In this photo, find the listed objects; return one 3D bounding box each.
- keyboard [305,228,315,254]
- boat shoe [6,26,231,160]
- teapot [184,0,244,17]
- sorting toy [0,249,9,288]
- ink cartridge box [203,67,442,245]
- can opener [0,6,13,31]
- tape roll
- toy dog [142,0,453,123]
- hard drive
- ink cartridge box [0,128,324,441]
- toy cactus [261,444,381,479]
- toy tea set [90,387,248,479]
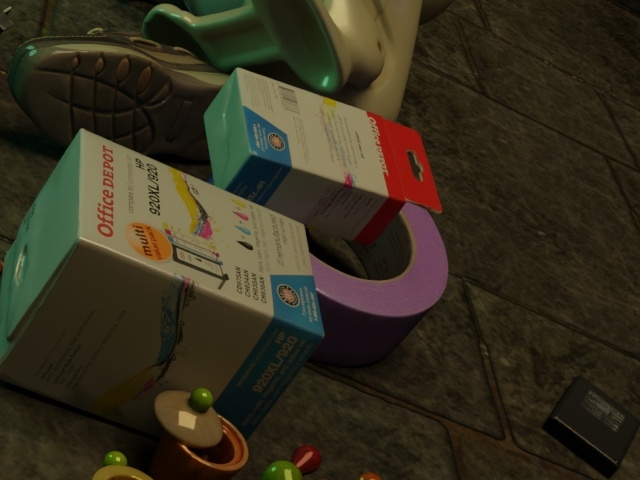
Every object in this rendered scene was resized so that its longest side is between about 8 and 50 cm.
[{"bbox_3d":[-0.064,-0.057,1.792,0.100,0.038,0.192,43,16,-35],"label":"keyboard"},{"bbox_3d":[-0.225,-0.167,1.704,0.130,0.132,0.355,37,15,31],"label":"boat shoe"},{"bbox_3d":[-0.110,-0.366,2.108,0.256,0.187,0.252,42,54,-25],"label":"teapot"},{"bbox_3d":[-0.288,0.028,1.389,0.062,0.012,0.083,21,28,-23],"label":"sorting toy"},{"bbox_3d":[0.003,-0.079,1.576,0.231,0.078,0.134,17,41,-28],"label":"ink cartridge box"},{"bbox_3d":[-0.407,-0.206,1.578,0.095,0.076,0.283,51,24,-9],"label":"can opener"},{"bbox_3d":[0.000,0.000,1.632,0.275,0.090,0.275,24,38,-20],"label":"tape roll"},{"bbox_3d":[0.052,-0.304,1.921,0.395,0.284,0.408,49,53,-19],"label":"toy dog"},{"bbox_3d":[0.314,0.212,1.750,0.094,0.022,0.135,38,26,9],"label":"hard drive"},{"bbox_3d":[-0.145,0.048,1.327,0.232,0.168,0.171,23,30,-23],"label":"ink cartridge box"},{"bbox_3d":[0.001,0.249,1.019,0.180,0.112,0.219,-9,72,-57],"label":"toy cactus"},{"bbox_3d":[-0.079,0.228,1.147,0.200,0.124,0.336,12,33,-38],"label":"toy tea set"}]
